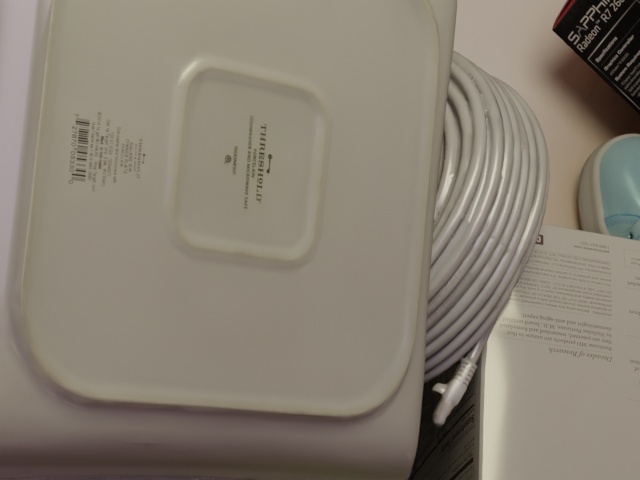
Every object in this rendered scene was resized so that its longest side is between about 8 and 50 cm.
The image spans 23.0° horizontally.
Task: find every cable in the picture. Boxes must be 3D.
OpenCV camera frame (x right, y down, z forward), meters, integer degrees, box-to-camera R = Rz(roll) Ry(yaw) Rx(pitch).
[{"bbox_3d":[0.039,-0.015,1.097,0.089,0.257,0.257,33,84,-38],"label":"cable"}]

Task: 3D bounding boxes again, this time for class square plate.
[{"bbox_3d":[-0.051,-0.037,0.856,0.344,0.049,0.347,9,84,-40],"label":"square plate"}]

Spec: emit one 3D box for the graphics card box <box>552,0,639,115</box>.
[{"bbox_3d":[0.399,-0.119,1.343,0.371,0.094,0.233,45,43,11],"label":"graphics card box"}]

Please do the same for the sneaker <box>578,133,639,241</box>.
[{"bbox_3d":[0.339,0.050,1.247,0.135,0.150,0.366,-22,71,-23],"label":"sneaker"}]

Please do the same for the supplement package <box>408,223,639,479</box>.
[{"bbox_3d":[0.179,0.154,1.129,0.199,0.198,0.262,10,61,-9],"label":"supplement package"}]
